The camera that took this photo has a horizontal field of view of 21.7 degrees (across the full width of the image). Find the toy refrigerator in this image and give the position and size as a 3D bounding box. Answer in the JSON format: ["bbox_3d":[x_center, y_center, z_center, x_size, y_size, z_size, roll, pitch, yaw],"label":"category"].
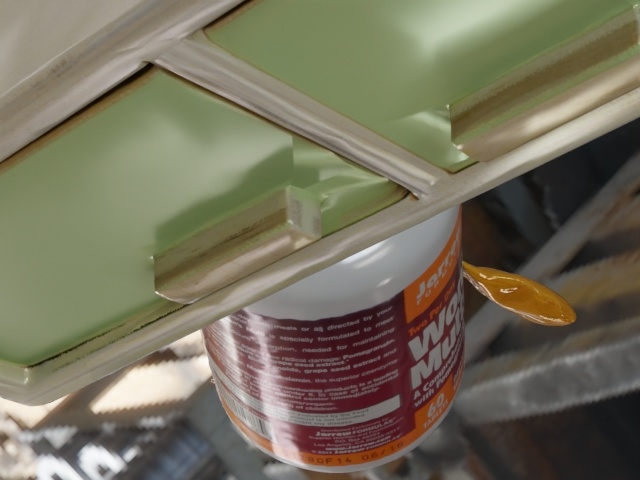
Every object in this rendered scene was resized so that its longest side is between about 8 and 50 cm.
[{"bbox_3d":[-0.025,-0.046,0.387,0.102,0.094,0.269,25,142,-38],"label":"toy refrigerator"}]

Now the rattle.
[{"bbox_3d":[0.045,0.073,1.089,0.143,0.200,0.130,47,147,-6],"label":"rattle"}]

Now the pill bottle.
[{"bbox_3d":[0.000,0.000,0.705,0.121,0.121,0.221,30,155,22],"label":"pill bottle"}]
